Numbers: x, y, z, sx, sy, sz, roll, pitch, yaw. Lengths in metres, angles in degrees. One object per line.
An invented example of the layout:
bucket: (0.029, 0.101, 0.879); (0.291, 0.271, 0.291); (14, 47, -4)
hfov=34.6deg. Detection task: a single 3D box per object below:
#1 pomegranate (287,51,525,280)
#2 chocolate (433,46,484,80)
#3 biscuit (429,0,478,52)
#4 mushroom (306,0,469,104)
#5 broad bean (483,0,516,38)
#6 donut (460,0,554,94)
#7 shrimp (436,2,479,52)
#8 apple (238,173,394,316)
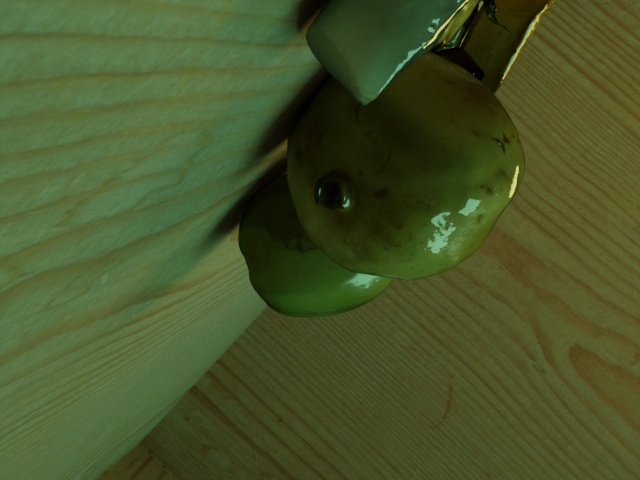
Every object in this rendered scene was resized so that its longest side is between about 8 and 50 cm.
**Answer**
pomegranate: (0.112, -0.108, 1.442); (0.332, 0.332, 0.332); (-46, 176, -4)
chocolate: (0.195, -0.272, 1.740); (0.148, 0.080, 0.125); (-35, 169, 6)
biscuit: (0.193, -0.359, 1.657); (0.154, 0.045, 0.299); (-45, 176, 9)
mushroom: (0.146, -0.315, 1.068); (0.397, 0.126, 0.177); (-48, 178, 7)
broad bean: (0.355, -0.482, 1.692); (0.318, 0.098, 0.056); (-58, -174, -9)
donut: (0.345, -0.404, 1.941); (0.303, 0.110, 0.303); (-60, 180, 0)
shrimp: (0.219, -0.344, 1.967); (0.294, 0.062, 0.154); (-51, 179, 40)
apple: (0.000, 0.000, 1.704); (0.279, 0.279, 0.279); (-46, 176, -4)
